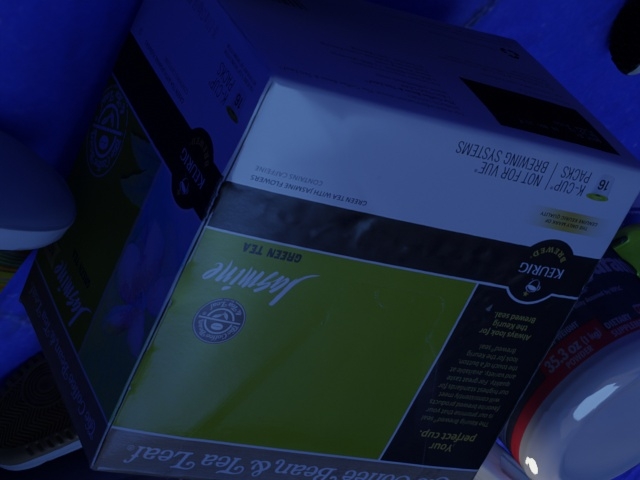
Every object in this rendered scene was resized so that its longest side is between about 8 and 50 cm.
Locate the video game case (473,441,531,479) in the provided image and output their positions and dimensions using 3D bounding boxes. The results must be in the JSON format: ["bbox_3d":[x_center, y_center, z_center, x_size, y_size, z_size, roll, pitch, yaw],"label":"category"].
[{"bbox_3d":[0.045,0.227,1.626,0.329,0.036,0.300,-2,156,26],"label":"video game case"}]

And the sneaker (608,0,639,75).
[{"bbox_3d":[0.321,-0.211,1.486,0.075,0.057,0.161,1,129,-34],"label":"sneaker"}]

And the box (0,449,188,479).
[{"bbox_3d":[-0.201,0.340,1.458,0.294,0.296,0.183,-25,149,-34],"label":"box"}]

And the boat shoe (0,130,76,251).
[{"bbox_3d":[-0.316,-0.025,1.129,0.306,0.113,0.105,5,136,-40],"label":"boat shoe"}]

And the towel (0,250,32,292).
[{"bbox_3d":[-0.302,0.055,1.315,0.102,0.021,0.237,12,125,-46],"label":"towel"}]

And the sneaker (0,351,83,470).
[{"bbox_3d":[-0.149,0.133,1.470,0.282,0.099,0.153,-34,144,-7],"label":"sneaker"}]

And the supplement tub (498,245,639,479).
[{"bbox_3d":[0.199,0.075,1.532,0.191,0.272,0.191,-24,144,-19],"label":"supplement tub"}]

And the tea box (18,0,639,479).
[{"bbox_3d":[0.000,0.000,1.247,0.329,0.220,0.323,12,116,-33],"label":"tea box"}]

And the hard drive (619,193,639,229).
[{"bbox_3d":[0.243,0.074,1.780,0.210,0.040,0.319,0,133,-39],"label":"hard drive"}]

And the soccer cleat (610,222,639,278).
[{"bbox_3d":[0.271,0.089,1.731,0.289,0.093,0.121,-62,168,28],"label":"soccer cleat"}]
